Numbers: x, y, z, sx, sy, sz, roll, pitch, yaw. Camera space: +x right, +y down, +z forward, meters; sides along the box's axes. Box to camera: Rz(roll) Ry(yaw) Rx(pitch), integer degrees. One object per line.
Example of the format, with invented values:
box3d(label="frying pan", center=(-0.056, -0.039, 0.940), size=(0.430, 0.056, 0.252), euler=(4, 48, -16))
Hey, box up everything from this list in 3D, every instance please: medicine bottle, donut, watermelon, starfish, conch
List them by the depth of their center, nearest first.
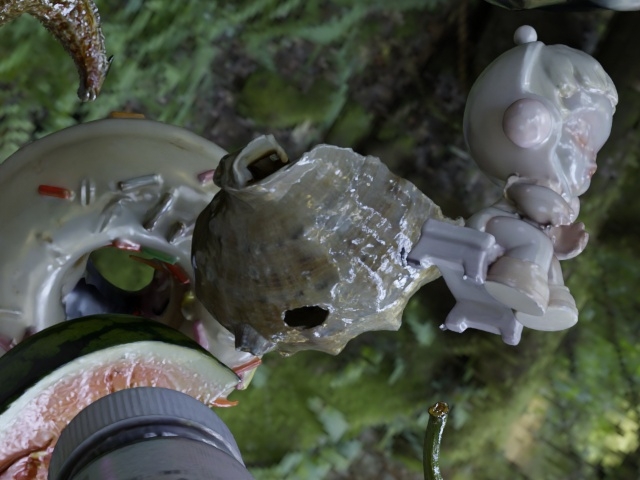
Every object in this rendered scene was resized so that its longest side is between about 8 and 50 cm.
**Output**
box3d(label="medicine bottle", center=(-0.109, 0.220, 1.040), size=(0.165, 0.273, 0.165), euler=(-4, 108, -12))
box3d(label="conch", center=(0.001, 0.011, 1.372), size=(0.324, 0.263, 0.186), euler=(34, 51, -78))
box3d(label="watermelon", center=(-0.239, 0.144, 1.426), size=(0.303, 0.159, 0.128), euler=(-32, 166, -14))
box3d(label="donut", center=(-0.218, 0.053, 1.651), size=(0.142, 0.382, 0.383), euler=(-103, -148, -64))
box3d(label="starfish", center=(-0.324, -0.276, 1.657), size=(0.312, 0.113, 0.303), euler=(-24, 137, 16))

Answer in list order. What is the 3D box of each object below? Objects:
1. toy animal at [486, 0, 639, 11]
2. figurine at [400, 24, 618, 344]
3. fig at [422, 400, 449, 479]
box3d(label="toy animal", center=(0.130, -0.232, 0.750), size=(0.251, 0.251, 0.310), euler=(-60, 166, 6))
box3d(label="figurine", center=(0.166, -0.054, 1.228), size=(0.182, 0.144, 0.257), euler=(38, 63, -36))
box3d(label="fig", center=(0.126, 0.270, 1.392), size=(0.149, 0.245, 0.149), euler=(-19, 180, 0))
